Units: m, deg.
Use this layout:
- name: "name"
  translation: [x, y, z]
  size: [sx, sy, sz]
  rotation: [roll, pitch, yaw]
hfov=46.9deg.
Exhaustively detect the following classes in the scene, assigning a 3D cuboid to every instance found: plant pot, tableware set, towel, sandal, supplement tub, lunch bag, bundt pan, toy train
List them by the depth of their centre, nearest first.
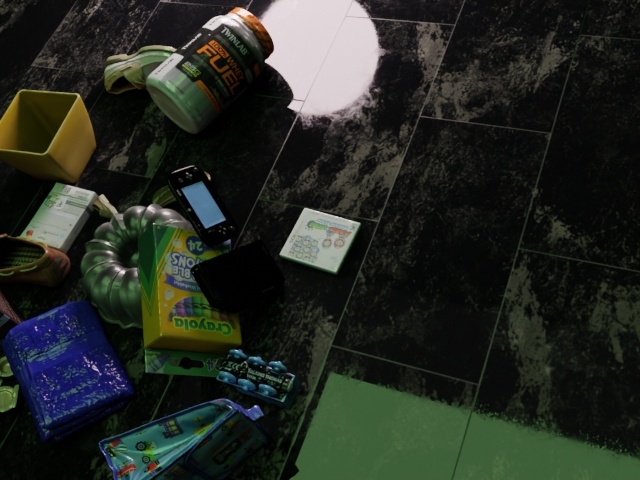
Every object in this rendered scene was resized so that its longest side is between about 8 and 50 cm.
- name: "lunch bag"
  translation: [-0.245, 0.411, 1.467]
  size: [0.293, 0.221, 0.138]
  rotation: [-31, 56, -4]
- name: "toy train"
  translation: [-0.136, 0.297, 1.577]
  size: [0.184, 0.105, 0.080]
  rotation: [13, 60, 22]
- name: "towel"
  translation: [-0.589, 0.289, 1.705]
  size: [0.228, 0.076, 0.308]
  rotation: [-28, 57, -16]
- name: "tableware set"
  translation: [-0.699, 0.332, 1.738]
  size: [0.169, 0.020, 0.141]
  rotation: [-4, 54, -12]
- name: "bundt pan"
  translation: [-0.444, 0.047, 1.814]
  size: [0.331, 0.124, 0.330]
  rotation: [-7, 58, 11]
- name: "sandal"
  translation: [-0.362, -0.130, 1.950]
  size: [0.180, 0.049, 0.072]
  rotation: [-25, 48, 17]
- name: "supplement tub"
  translation: [-0.300, -0.476, 2.049]
  size: [0.207, 0.207, 0.338]
  rotation: [34, 73, 30]
- name: "plant pot"
  translation: [-0.756, -0.275, 2.066]
  size: [0.212, 0.187, 0.212]
  rotation: [8, 61, 21]

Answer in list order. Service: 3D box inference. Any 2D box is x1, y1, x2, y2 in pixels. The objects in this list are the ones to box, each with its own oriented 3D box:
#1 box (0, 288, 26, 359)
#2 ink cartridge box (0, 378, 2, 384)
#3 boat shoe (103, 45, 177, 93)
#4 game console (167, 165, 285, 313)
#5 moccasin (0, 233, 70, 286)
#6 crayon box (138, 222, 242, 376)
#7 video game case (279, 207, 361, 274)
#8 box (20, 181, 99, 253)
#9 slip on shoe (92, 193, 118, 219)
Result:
- name: "box"
  translation: [-0.838, 0.198, 1.783]
  size: [0.168, 0.203, 0.167]
  rotation: [-40, 57, -10]
- name: "ink cartridge box"
  translation: [-0.911, 0.470, 1.710]
  size: [0.304, 0.072, 0.307]
  rotation: [-2, 48, 15]
- name: "boat shoe"
  translation: [-0.522, -0.496, 2.176]
  size: [0.303, 0.113, 0.103]
  rotation: [-2, 75, 38]
- name: "game console"
  translation: [-0.240, -0.009, 1.688]
  size: [0.044, 0.213, 0.361]
  rotation: [-38, 81, 39]
- name: "moccasin"
  translation: [-0.844, 0.043, 1.915]
  size: [0.380, 0.147, 0.139]
  rotation: [10, 62, 22]
- name: "crayon box"
  translation: [-0.289, 0.134, 1.641]
  size: [0.083, 0.203, 0.322]
  rotation: [-35, 55, 41]
- name: "video game case"
  translation: [0.000, 0.000, 1.776]
  size: [0.157, 0.019, 0.143]
  rotation: [17, 65, 24]
- name: "box"
  translation: [-0.707, -0.062, 2.008]
  size: [0.145, 0.038, 0.186]
  rotation: [14, 63, 23]
- name: "slip on shoe"
  translation: [-0.568, -0.075, 1.967]
  size: [0.041, 0.051, 0.135]
  rotation: [-36, 53, -14]
